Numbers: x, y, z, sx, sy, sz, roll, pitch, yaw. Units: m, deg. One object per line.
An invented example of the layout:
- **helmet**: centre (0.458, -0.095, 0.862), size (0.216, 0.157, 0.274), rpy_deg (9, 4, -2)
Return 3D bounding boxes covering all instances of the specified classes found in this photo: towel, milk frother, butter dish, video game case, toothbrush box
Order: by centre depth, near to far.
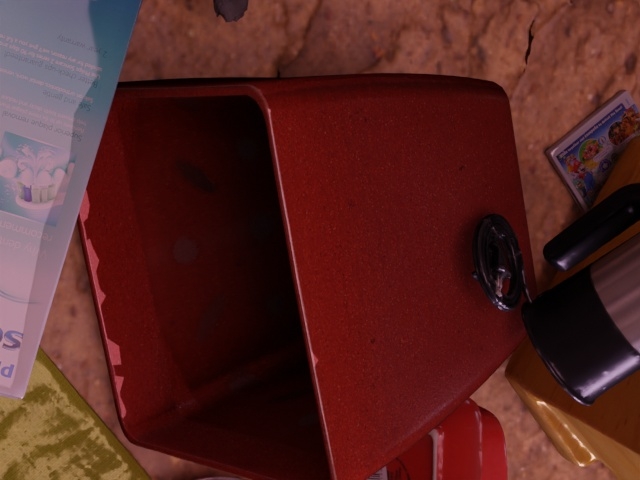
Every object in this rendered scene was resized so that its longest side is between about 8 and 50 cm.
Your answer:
- **toothbrush box**: centre (-0.228, -0.063, 1.124), size (0.126, 0.216, 0.295), rpy_deg (17, 87, -22)
- **milk frother**: centre (0.189, 0.020, 1.155), size (0.135, 0.129, 0.143), rpy_deg (-36, 154, 19)
- **towel**: centre (-0.228, 0.127, 1.266), size (0.102, 0.021, 0.237), rpy_deg (-41, 110, -11)
- **butter dish**: centre (0.092, 0.178, 1.344), size (0.118, 0.160, 0.160), rpy_deg (-8, 101, -43)
- **video game case**: centre (0.248, -0.050, 1.430), size (0.087, 0.011, 0.122), rpy_deg (-38, 109, -12)

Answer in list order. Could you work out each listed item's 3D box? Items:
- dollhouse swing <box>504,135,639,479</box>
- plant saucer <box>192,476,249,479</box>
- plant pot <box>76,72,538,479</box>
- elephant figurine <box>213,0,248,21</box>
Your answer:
- **dollhouse swing**: centre (0.375, 0.139, 1.328), size (0.305, 0.347, 0.315), rpy_deg (29, 89, -31)
- **plant saucer**: centre (-0.087, 0.260, 1.335), size (0.168, 0.029, 0.168), rpy_deg (-3, 98, -20)
- **plant pot**: centre (0.000, 0.000, 1.221), size (0.236, 0.267, 0.267), rpy_deg (-18, 104, -35)
- **elephant figurine**: centre (-0.161, -0.275, 1.178), size (0.239, 0.169, 0.186), rpy_deg (0, 59, -15)
